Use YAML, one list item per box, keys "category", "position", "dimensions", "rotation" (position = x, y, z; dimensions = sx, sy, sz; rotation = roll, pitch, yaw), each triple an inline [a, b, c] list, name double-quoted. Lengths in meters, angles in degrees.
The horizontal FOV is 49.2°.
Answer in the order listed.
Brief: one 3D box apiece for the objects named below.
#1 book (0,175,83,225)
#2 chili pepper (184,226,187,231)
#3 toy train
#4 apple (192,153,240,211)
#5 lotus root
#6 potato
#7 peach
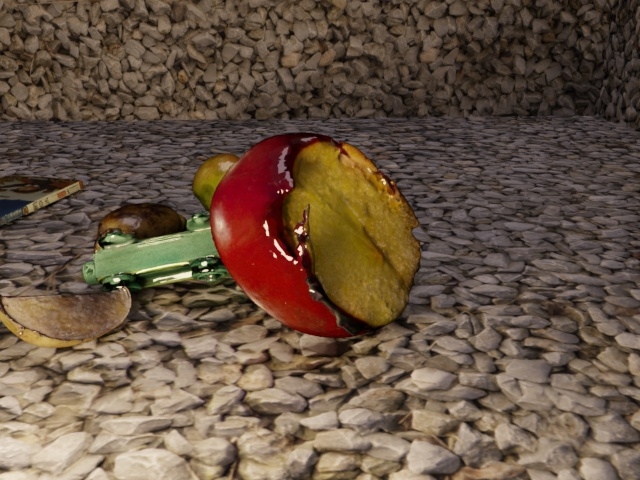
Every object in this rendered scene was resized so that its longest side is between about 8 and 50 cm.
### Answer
- category: "book"
  position: [-0.990, -0.131, 2.186]
  dimensions: [0.300, 0.039, 0.428]
  rotation: [6, 21, 14]
- category: "chili pepper"
  position: [-0.475, -0.048, 1.944]
  dimensions: [0.216, 0.062, 0.108]
  rotation: [-4, 2, -8]
- category: "toy train"
  position: [-0.331, 0.041, 1.558]
  dimensions: [0.369, 0.150, 0.237]
  rotation: [-10, -9, 2]
- category: "apple"
  position: [-0.276, -0.154, 2.048]
  dimensions: [0.196, 0.195, 0.196]
  rotation: [0, 20, 0]
- category: "lotus root"
  position: [-0.447, -0.024, 1.754]
  dimensions: [0.169, 0.141, 0.314]
  rotation: [14, 23, 23]
- category: "potato"
  position: [-0.498, 0.167, 1.354]
  dimensions: [0.261, 0.100, 0.120]
  rotation: [2, 54, -41]
- category: "peach"
  position: [0.000, 0.000, 1.365]
  dimensions: [0.416, 0.353, 0.339]
  rotation: [39, 55, 16]
